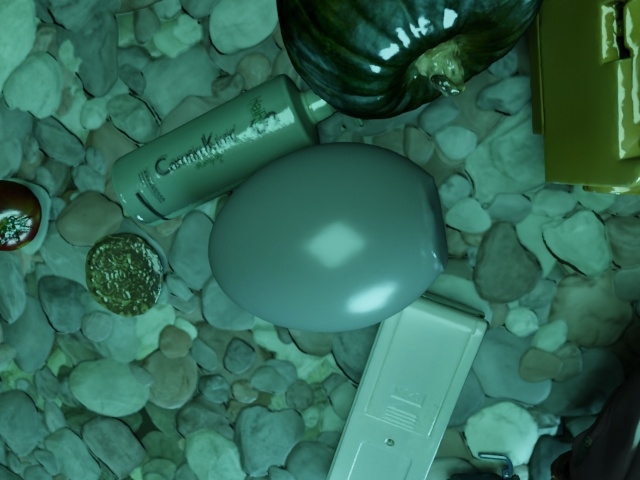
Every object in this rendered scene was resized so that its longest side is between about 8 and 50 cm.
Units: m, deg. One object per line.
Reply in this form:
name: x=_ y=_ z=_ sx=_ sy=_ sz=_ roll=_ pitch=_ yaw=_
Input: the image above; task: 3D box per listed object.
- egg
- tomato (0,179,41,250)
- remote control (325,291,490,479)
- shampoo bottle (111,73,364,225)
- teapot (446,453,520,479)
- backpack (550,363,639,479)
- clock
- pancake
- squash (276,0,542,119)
egg: x=0.000 y=0.000 z=0.479 sx=0.231 sy=0.176 sz=0.176 roll=-13 pitch=98 yaw=16
tomato: x=-0.385 y=-0.032 z=0.605 sx=0.075 sy=0.087 sz=0.087 roll=34 pitch=108 yaw=33
remote control: x=0.086 y=0.191 z=0.562 sx=0.102 sy=0.055 sz=0.278 roll=19 pitch=105 yaw=8
shampoo bottle: x=-0.088 y=-0.101 z=0.526 sx=0.262 sy=0.085 sz=0.085 roll=-23 pitch=95 yaw=14
teapot: x=0.184 y=0.281 z=0.567 sx=0.083 sy=0.064 sz=0.049 roll=-8 pitch=131 yaw=11
backpack: x=0.357 y=0.215 z=0.438 sx=0.283 sy=0.197 sz=0.318 roll=11 pitch=98 yaw=11
clock: x=0.338 y=-0.162 z=0.381 sx=0.316 sy=0.200 sz=0.244 roll=-5 pitch=103 yaw=5
pancake: x=-0.245 y=0.042 z=0.624 sx=0.114 sy=0.011 sz=0.115 roll=2 pitch=101 yaw=11
squash: x=0.067 y=-0.194 z=0.396 sx=0.218 sy=0.218 sz=0.172 roll=-34 pitch=99 yaw=16
